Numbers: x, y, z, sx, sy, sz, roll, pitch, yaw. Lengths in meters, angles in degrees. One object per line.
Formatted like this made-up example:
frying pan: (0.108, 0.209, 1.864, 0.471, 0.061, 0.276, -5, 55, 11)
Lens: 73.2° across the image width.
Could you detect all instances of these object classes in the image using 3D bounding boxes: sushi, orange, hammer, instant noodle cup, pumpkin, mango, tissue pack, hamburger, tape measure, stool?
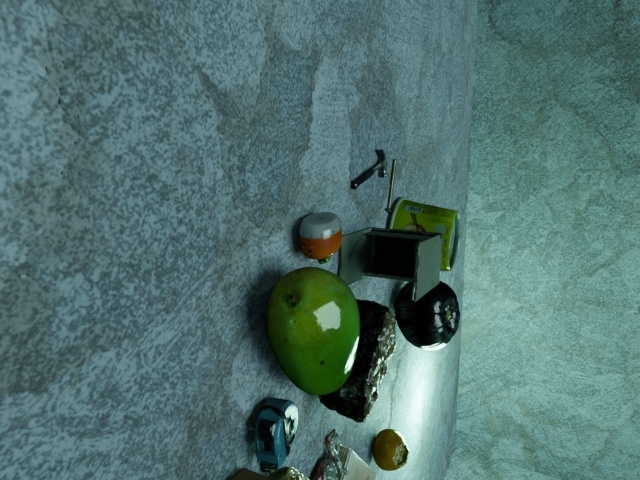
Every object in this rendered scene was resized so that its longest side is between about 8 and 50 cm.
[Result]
sushi: (0.116, 0.328, 1.242, 0.350, 0.171, 0.211, -62, 148, -41)
orange: (0.277, 0.826, 1.697, 0.155, 0.134, 0.154, 3, 90, -69)
hammer: (0.263, -0.202, 1.585, 0.062, 0.013, 0.198, 10, 87, -62)
hammer: (0.158, -0.221, 1.377, 0.246, 0.029, 0.103, -39, 129, -50)
instant noodle cup: (0.408, -0.006, 1.663, 0.311, 0.222, 0.311, -26, 120, -59)
pumpkin: (0.432, 0.297, 1.778, 0.315, 0.238, 0.315, 13, 73, -47)
mango: (-0.005, 0.215, 0.986, 0.225, 0.201, 0.382, -71, 153, -42)
tissue pack: (0.100, 0.810, 1.429, 0.170, 0.071, 0.325, -63, 146, -30)
hamburger: (-0.070, 0.642, 1.027, 0.124, 0.131, 0.262, -105, 171, -51)
tape measure: (-0.100, 0.428, 0.979, 0.125, 0.081, 0.146, -43, 133, -65)
stool: (0.217, 0.061, 1.315, 0.270, 0.244, 0.170, -13, 106, -61)

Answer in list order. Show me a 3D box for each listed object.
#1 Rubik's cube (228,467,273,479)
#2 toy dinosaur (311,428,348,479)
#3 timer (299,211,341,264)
Rubik's cube: (-0.101, 0.698, 0.754, 0.344, 0.347, 0.346, -23, 117, -57)
toy dinosaur: (0.002, 0.692, 1.247, 0.242, 0.053, 0.167, -26, 94, -43)
timer: (0.000, 0.000, 1.064, 0.136, 0.099, 0.136, -31, 132, -43)
